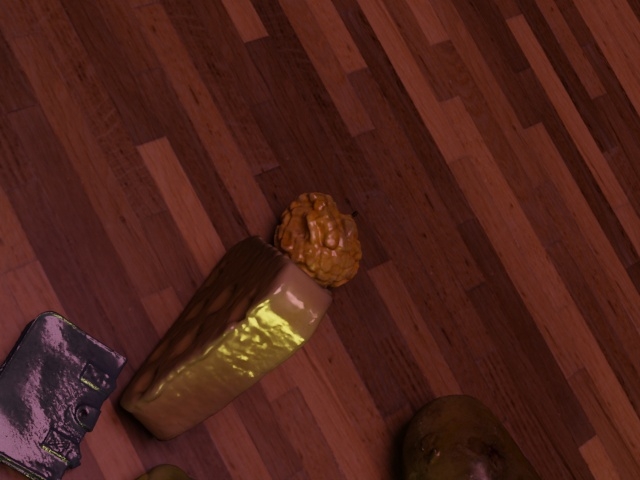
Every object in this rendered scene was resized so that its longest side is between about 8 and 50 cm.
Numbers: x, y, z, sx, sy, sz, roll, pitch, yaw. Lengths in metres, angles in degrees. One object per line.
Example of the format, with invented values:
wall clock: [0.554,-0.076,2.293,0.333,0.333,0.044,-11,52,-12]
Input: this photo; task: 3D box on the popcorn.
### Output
popcorn: [0.000,0.000,1.833,0.170,0.180,0.180,-19,80,-8]

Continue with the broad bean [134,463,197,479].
broad bean: [-0.214,0.415,1.568,0.174,0.082,0.124,41,54,-7]

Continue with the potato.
potato: [0.257,0.443,1.752,0.269,0.219,0.359,-16,72,-43]

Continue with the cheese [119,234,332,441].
cheese: [-0.160,0.159,1.607,0.104,0.384,0.384,45,55,-15]

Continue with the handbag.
handbag: [-0.404,0.237,1.545,0.179,0.062,0.229,35,57,-13]
